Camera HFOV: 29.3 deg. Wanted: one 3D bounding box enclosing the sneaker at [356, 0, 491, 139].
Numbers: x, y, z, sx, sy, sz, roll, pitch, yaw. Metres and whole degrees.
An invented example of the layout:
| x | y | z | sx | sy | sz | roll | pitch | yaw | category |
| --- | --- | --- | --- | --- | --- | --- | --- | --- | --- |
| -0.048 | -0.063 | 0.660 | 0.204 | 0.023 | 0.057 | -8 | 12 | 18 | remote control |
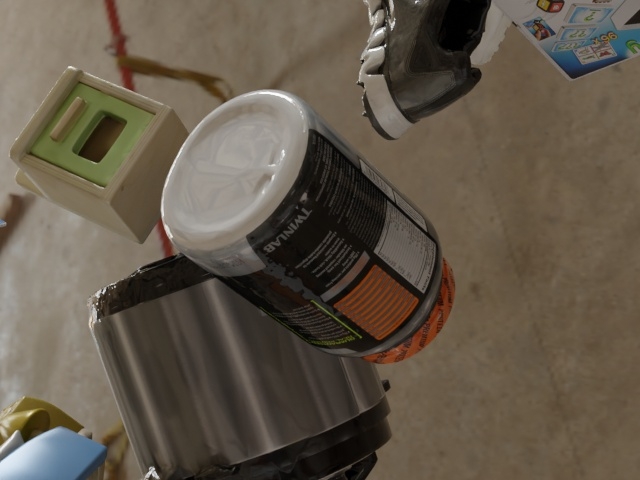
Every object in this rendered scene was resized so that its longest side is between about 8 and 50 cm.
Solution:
| x | y | z | sx | sy | sz | roll | pitch | yaw | category |
| --- | --- | --- | --- | --- | --- | --- | --- | --- | --- |
| 0.085 | -0.192 | 0.963 | 0.106 | 0.078 | 0.234 | -18 | 55 | 27 | sneaker |

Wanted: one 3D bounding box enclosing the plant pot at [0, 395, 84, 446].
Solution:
| x | y | z | sx | sy | sz | roll | pitch | yaw | category |
| --- | --- | --- | --- | --- | --- | --- | --- | --- | --- |
| -0.357 | 0.239 | 1.497 | 0.081 | 0.083 | 0.081 | -31 | 17 | 37 | plant pot |

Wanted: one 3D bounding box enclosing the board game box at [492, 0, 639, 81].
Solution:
| x | y | z | sx | sy | sz | roll | pitch | yaw | category |
| --- | --- | --- | --- | --- | --- | --- | --- | --- | --- |
| 0.309 | -0.268 | 1.146 | 0.305 | 0.193 | 0.053 | -18 | 46 | 41 | board game box |

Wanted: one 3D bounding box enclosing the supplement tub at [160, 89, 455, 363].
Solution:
| x | y | z | sx | sy | sz | roll | pitch | yaw | category |
| --- | --- | --- | --- | --- | --- | --- | --- | --- | --- |
| 0.000 | 0.000 | 1.281 | 0.194 | 0.316 | 0.193 | -20 | 51 | 27 | supplement tub |

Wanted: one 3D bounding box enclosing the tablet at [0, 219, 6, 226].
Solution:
| x | y | z | sx | sy | sz | roll | pitch | yaw | category |
| --- | --- | --- | --- | --- | --- | --- | --- | --- | --- |
| -0.409 | -0.030 | 1.417 | 0.083 | 0.054 | 0.006 | 26 | 113 | 35 | tablet |

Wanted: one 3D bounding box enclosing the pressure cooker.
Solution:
| x | y | z | sx | sy | sz | roll | pitch | yaw | category |
| --- | --- | --- | --- | --- | --- | --- | --- | --- | --- |
| -0.103 | 0.212 | 1.707 | 0.370 | 0.375 | 0.420 | -21 | 89 | 4 | pressure cooker |

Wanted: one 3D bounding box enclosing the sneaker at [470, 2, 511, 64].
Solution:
| x | y | z | sx | sy | sz | roll | pitch | yaw | category |
| --- | --- | --- | --- | --- | --- | --- | --- | --- | --- |
| 0.206 | -0.325 | 1.483 | 0.090 | 0.095 | 0.235 | -75 | 0 | -57 | sneaker |

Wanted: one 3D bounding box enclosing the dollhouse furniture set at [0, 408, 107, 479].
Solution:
| x | y | z | sx | sy | sz | roll | pitch | yaw | category |
| --- | --- | --- | --- | --- | --- | --- | --- | --- | --- |
| -0.314 | 0.290 | 0.902 | 0.198 | 0.303 | 0.286 | 21 | 124 | 16 | dollhouse furniture set |

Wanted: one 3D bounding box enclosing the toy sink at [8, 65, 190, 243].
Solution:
| x | y | z | sx | sy | sz | roll | pitch | yaw | category |
| --- | --- | --- | --- | --- | --- | --- | --- | --- | --- |
| -0.305 | -0.124 | 1.611 | 0.234 | 0.131 | 0.153 | 25 | 72 | 26 | toy sink |
